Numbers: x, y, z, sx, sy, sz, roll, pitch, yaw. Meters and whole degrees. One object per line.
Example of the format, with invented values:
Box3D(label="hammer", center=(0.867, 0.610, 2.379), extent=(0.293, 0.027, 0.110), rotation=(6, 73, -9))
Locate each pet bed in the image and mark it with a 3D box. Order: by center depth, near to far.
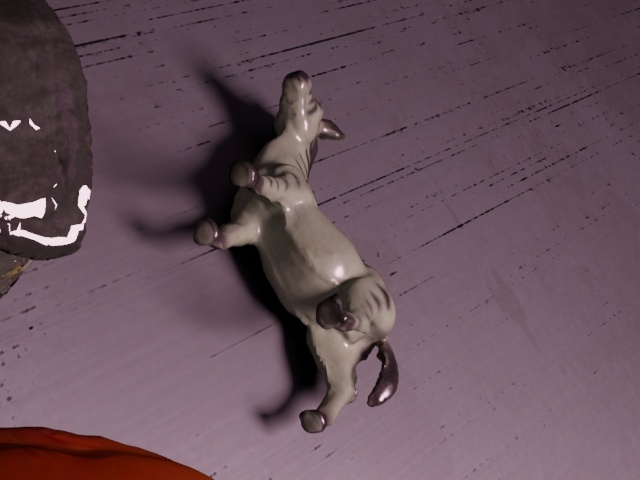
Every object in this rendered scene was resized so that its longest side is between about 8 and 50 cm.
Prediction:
Box3D(label="pet bed", center=(-0.216, -0.060, 0.586), extent=(0.210, 0.159, 0.183), rotation=(-2, 63, -45))

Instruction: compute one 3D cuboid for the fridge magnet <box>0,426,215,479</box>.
Box3D(label="fridge magnet", center=(-0.094, 0.238, 0.472), extent=(0.363, 0.155, 0.364), rotation=(26, 44, -27))

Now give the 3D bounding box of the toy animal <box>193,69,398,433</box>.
Box3D(label="toy animal", center=(-0.005, 0.002, 0.822), extent=(0.217, 0.073, 0.176), rotation=(62, 25, 6))
